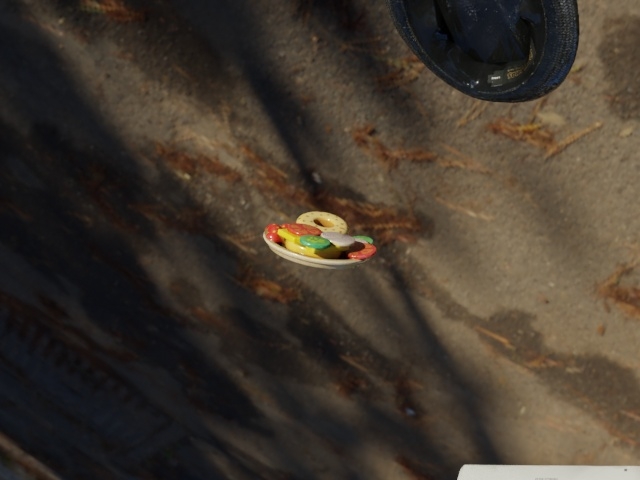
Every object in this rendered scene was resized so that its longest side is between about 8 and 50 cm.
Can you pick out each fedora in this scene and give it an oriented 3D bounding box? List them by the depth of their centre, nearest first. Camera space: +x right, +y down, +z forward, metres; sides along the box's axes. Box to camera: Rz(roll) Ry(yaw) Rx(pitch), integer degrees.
[{"bbox_3d":[0.242,-0.356,1.291,0.334,0.152,0.334,29,151,18],"label":"fedora"}]

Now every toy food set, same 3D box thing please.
[{"bbox_3d":[0.000,0.000,0.682,0.082,0.083,0.020,27,113,43],"label":"toy food set"}]

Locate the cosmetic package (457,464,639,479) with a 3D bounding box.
[{"bbox_3d":[0.281,0.401,1.114,0.223,0.138,0.225,-6,108,23],"label":"cosmetic package"}]
